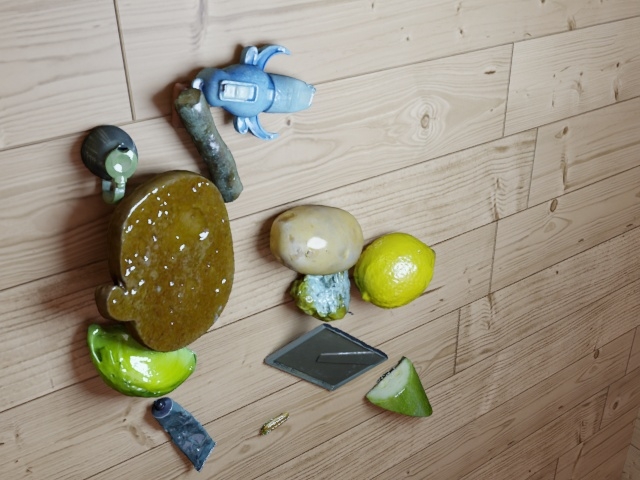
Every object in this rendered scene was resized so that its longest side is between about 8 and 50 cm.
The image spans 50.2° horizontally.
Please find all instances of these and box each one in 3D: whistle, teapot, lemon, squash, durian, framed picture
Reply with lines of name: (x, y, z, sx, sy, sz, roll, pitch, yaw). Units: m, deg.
whistle: (-0.123, -0.281, 1.286, 0.269, 0.093, 0.180, -3, 109, -43)
teapot: (-0.350, -0.130, 1.180, 0.092, 0.091, 0.124, -30, 127, -20)
lemon: (0.176, 0.074, 1.639, 0.180, 0.180, 0.193, 31, 92, -43)
squash: (0.246, 0.475, 1.953, 0.169, 0.093, 0.252, -40, 131, -16)
durian: (-0.362, 0.244, 1.368, 0.250, 0.101, 0.139, 18, 66, -42)
framed picture: (0.021, 0.290, 1.670, 0.192, 0.018, 0.265, -33, 138, 23)

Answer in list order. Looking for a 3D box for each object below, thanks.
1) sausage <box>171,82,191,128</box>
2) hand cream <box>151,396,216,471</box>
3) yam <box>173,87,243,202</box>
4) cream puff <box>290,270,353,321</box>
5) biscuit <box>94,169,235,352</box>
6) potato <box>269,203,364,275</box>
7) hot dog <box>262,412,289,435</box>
sausage: (-0.252, -0.243, 1.235, 0.034, 0.034, 0.083, -8, 119, -34)
hand cream: (-0.305, 0.430, 1.535, 0.075, 0.052, 0.248, -38, 131, -15)
yam: (-0.200, -0.169, 1.271, 0.061, 0.061, 0.253, -38, 141, -16)
cream puff: (0.002, 0.114, 1.570, 0.156, 0.156, 0.121, -42, 174, -12)
biscuit: (-0.290, 0.051, 1.283, 0.314, 0.063, 0.367, -35, 135, -40)
potato: (0.000, 0.000, 1.472, 0.234, 0.146, 0.150, -6, 105, -36)
hot dog: (-0.115, 0.459, 1.718, 0.083, 0.021, 0.037, -27, 147, -28)
